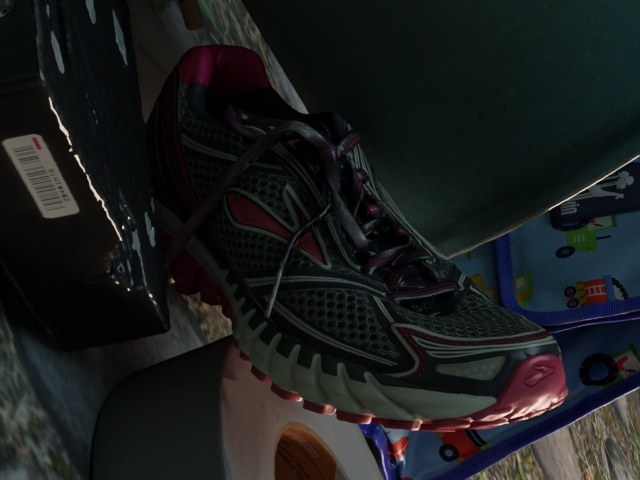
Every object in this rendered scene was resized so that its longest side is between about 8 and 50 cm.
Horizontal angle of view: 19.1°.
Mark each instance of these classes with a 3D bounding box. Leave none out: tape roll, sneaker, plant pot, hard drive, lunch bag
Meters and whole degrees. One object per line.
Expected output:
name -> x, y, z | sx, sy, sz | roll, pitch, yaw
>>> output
tape roll -> -0.026, 0.156, 0.953 | 0.219, 0.072, 0.219 | 55, 23, -36
sneaker -> 0.000, 0.000, 0.919 | 0.121, 0.112, 0.299 | -2, 26, -43
plant pot -> 0.066, -0.215, 1.039 | 0.334, 0.341, 0.341 | 53, 21, -12
hard drive -> -0.140, -0.147, 0.880 | 0.237, 0.064, 0.339 | 74, 6, -63
lunch bag -> 0.153, 0.017, 1.267 | 0.138, 0.293, 0.221 | 56, 21, -33

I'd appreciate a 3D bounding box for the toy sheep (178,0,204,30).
toy sheep -> -0.096, -0.188, 1.138 | 0.091, 0.091, 0.132 | -60, 140, -68
